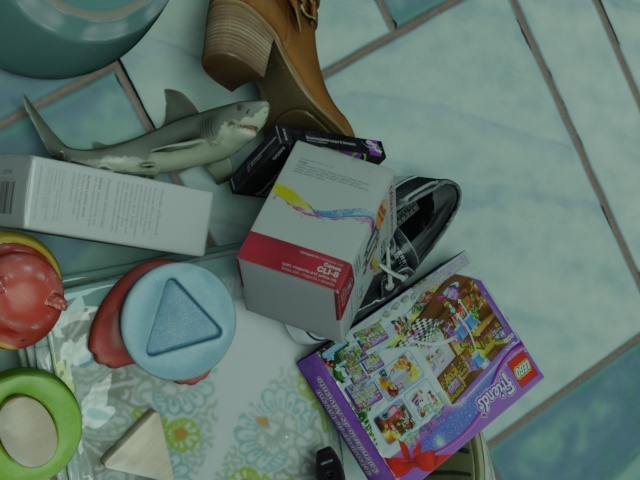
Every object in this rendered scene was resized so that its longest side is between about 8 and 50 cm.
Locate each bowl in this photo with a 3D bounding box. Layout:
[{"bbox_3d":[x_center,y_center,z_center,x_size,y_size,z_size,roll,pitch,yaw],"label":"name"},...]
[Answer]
[{"bbox_3d":[-0.274,-0.330,1.369,0.311,0.163,0.312,-6,102,-30],"label":"bowl"}]

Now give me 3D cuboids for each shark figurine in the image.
[{"bbox_3d":[-0.202,-0.133,1.488,0.278,0.166,0.116,-8,70,-5],"label":"shark figurine"}]

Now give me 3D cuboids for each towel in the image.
[{"bbox_3d":[-0.167,0.178,1.507,0.374,0.090,0.321,-12,100,-22],"label":"towel"}]

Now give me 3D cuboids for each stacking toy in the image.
[{"bbox_3d":[-0.245,0.142,1.352,0.308,0.130,0.280,6,91,-23],"label":"stacking toy"}]

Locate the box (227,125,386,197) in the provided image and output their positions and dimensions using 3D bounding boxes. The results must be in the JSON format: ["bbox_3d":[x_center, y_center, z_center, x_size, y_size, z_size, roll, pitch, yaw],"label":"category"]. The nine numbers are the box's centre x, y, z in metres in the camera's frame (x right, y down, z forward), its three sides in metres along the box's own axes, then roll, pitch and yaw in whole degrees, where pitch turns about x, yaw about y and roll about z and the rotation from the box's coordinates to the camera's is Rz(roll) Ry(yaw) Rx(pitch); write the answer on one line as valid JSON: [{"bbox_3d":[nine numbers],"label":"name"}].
[{"bbox_3d":[-0.016,-0.089,1.524,0.162,0.116,0.029,6,55,-35],"label":"box"}]

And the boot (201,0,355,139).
[{"bbox_3d":[-0.033,-0.242,1.545,0.283,0.109,0.220,35,54,-37],"label":"boot"}]

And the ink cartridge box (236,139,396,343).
[{"bbox_3d":[0.000,0.000,1.432,0.127,0.128,0.176,17,61,15],"label":"ink cartridge box"}]

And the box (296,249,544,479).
[{"bbox_3d":[0.132,0.165,1.575,0.293,0.057,0.201,-31,88,-37],"label":"box"}]

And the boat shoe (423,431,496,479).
[{"bbox_3d":[0.194,0.371,1.662,0.103,0.113,0.302,7,80,-52],"label":"boat shoe"}]

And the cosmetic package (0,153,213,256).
[{"bbox_3d":[-0.251,-0.038,1.417,0.231,0.117,0.086,9,89,-38],"label":"cosmetic package"}]

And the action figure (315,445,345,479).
[{"bbox_3d":[0.034,0.387,1.563,0.185,0.099,0.285,-31,134,-5],"label":"action figure"}]

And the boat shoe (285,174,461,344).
[{"bbox_3d":[0.073,0.020,1.544,0.301,0.102,0.108,-42,116,-35],"label":"boat shoe"}]
